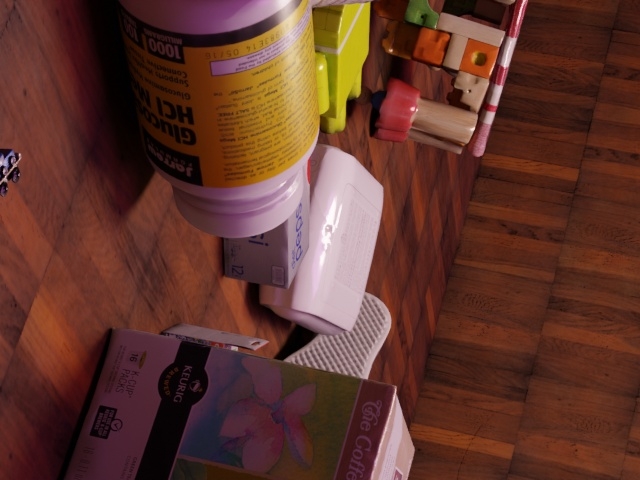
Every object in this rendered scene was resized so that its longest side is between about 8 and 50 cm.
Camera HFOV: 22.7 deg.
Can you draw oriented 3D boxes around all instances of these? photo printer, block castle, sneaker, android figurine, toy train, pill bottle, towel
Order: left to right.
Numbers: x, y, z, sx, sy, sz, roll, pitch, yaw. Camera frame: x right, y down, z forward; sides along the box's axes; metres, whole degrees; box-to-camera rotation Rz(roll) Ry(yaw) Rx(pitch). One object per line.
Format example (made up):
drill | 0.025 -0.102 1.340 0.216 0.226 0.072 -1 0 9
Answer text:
toy train | -0.285 -0.031 1.292 0.158 0.027 0.036 -62 147 -50
pill bottle | -0.097 -0.164 1.607 0.334 0.188 0.188 85 21 -48
photo printer | 0.000 0.000 2.316 0.307 0.107 0.256 33 69 -75
sneaker | 0.001 0.232 2.468 0.366 0.135 0.150 -46 164 -49
android figurine | 0.025 -0.294 2.297 0.273 0.056 0.248 88 19 -45
block castle | 0.201 -0.380 2.649 0.303 0.212 0.453 5 103 -88
towel | 0.315 -0.325 2.752 0.237 0.037 0.329 -62 167 -71

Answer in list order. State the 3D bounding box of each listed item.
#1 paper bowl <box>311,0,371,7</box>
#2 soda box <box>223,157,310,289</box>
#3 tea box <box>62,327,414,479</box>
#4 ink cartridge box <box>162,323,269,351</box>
paper bowl | -0.023 -0.384 1.667 0.284 0.148 0.284 171 -90 -70
soda box | -0.067 -0.082 2.004 0.098 0.091 0.286 -63 160 -50
tea box | -0.098 0.304 1.691 0.220 0.323 0.329 72 31 -64
ink cartridge box | -0.124 0.125 1.882 0.063 0.115 0.029 -23 123 -74
